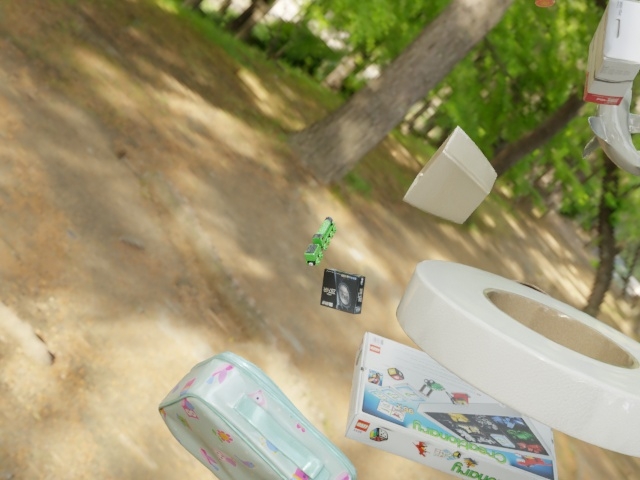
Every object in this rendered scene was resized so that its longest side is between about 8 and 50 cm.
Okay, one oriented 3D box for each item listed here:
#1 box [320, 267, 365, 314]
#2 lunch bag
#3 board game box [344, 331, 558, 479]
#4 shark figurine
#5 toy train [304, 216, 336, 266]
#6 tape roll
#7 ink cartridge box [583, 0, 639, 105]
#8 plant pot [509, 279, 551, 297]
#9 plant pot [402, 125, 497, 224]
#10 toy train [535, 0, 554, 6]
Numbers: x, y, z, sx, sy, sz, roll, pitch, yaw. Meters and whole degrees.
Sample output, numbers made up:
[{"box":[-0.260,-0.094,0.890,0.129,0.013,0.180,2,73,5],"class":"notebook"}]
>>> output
[{"box":[0.038,0.087,1.703,0.083,0.067,0.018,13,8,43],"class":"box"},{"box":[-0.084,0.284,1.388,0.279,0.108,0.224,44,-31,-6],"class":"lunch bag"},{"box":[0.192,0.256,1.437,0.305,0.053,0.193,21,32,-4],"class":"board game box"},{"box":[0.497,-0.167,1.621,0.116,0.166,0.278,24,30,-36],"class":"shark figurine"},{"box":[0.000,0.000,1.164,0.083,0.017,0.023,-63,147,-49],"class":"toy train"},{"box":[0.283,0.137,1.219,0.392,0.072,0.392,22,12,-5],"class":"tape roll"},{"box":[0.419,-0.266,1.399,0.056,0.099,0.135,10,-16,6],"class":"ink cartridge box"},{"box":[0.345,0.214,1.819,0.215,0.215,0.230,55,-4,27],"class":"plant pot"},{"box":[0.204,-0.090,1.497,0.096,0.109,0.109,38,32,-1],"class":"plant pot"},{"box":[0.331,-0.364,1.384,0.125,0.046,0.166,14,1,30],"class":"toy train"}]
